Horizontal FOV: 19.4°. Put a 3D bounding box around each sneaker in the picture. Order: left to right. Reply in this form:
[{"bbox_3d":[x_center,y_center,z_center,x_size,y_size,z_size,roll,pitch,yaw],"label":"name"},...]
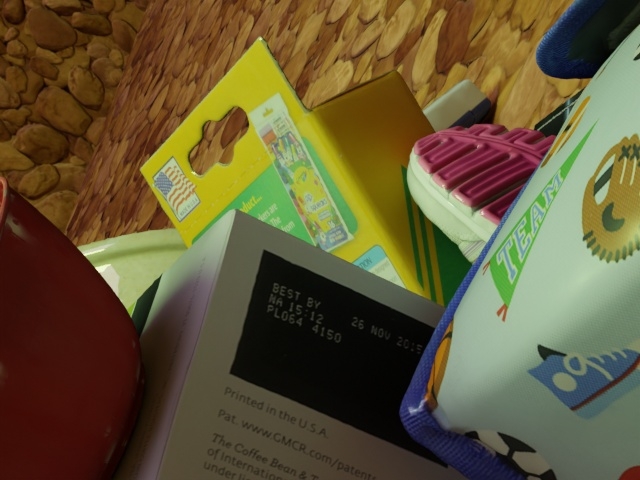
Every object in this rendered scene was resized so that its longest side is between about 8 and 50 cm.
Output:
[{"bbox_3d":[0.134,0.031,1.060,0.252,0.103,0.111,46,139,31],"label":"sneaker"}]

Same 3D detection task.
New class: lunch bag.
[{"bbox_3d":[0.242,-0.065,0.824,0.328,0.239,0.385,-46,6,48],"label":"lunch bag"}]

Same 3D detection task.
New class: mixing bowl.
[{"bbox_3d":[-0.143,0.073,0.844,0.181,0.098,0.181,-52,21,30],"label":"mixing bowl"}]

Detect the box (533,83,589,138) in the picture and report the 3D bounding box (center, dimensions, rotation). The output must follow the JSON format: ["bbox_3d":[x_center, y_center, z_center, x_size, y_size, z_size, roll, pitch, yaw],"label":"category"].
[{"bbox_3d":[0.195,-0.032,1.174,0.180,0.077,0.147,-38,31,56],"label":"box"}]

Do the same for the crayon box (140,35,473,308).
[{"bbox_3d":[0.031,0.037,1.194,0.083,0.323,0.203,-28,-7,-35],"label":"crayon box"}]

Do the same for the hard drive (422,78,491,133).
[{"bbox_3d":[0.000,0.000,1.546,0.318,0.040,0.210,-40,-5,-45],"label":"hard drive"}]

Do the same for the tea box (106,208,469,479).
[{"bbox_3d":[0.005,0.196,0.970,0.323,0.329,0.220,-42,27,54],"label":"tea box"}]

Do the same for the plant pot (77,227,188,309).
[{"bbox_3d":[-0.090,0.210,1.342,0.334,0.333,0.306,-48,33,45],"label":"plant pot"}]
